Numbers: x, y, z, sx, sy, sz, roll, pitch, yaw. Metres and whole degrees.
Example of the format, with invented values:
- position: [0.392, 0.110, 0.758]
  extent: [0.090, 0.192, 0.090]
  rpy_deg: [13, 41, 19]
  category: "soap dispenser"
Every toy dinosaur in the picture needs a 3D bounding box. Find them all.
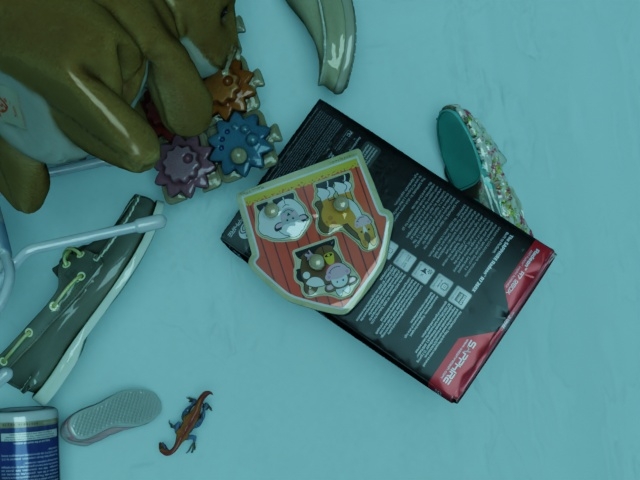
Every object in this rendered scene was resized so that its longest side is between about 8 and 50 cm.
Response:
- position: [-0.181, 0.241, 1.707]
  extent: [0.047, 0.090, 0.082]
  rpy_deg: [26, 53, 11]
  category: "toy dinosaur"

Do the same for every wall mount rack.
- position: [-0.352, 0.009, 1.592]
  extent: [0.304, 0.350, 0.130]
  rpy_deg: [-47, 123, 7]
  category: "wall mount rack"

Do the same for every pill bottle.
- position: [-0.379, 0.300, 1.668]
  extent: [0.094, 0.094, 0.169]
  rpy_deg: [-2, 88, -6]
  category: "pill bottle"

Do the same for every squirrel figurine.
- position: [-0.266, -0.281, 1.526]
  extent: [0.397, 0.281, 0.370]
  rpy_deg: [52, 52, -11]
  category: "squirrel figurine"

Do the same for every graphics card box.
- position: [0.085, 0.014, 1.687]
  extent: [0.371, 0.094, 0.233]
  rpy_deg: [33, 85, 10]
  category: "graphics card box"

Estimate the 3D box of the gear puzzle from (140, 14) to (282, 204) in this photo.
- position: [-0.175, -0.228, 1.702]
  extent: [0.175, 0.044, 0.339]
  rpy_deg: [-20, 77, 7]
  category: "gear puzzle"

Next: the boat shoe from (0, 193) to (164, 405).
- position: [-0.308, 0.063, 1.678]
  extent: [0.091, 0.109, 0.305]
  rpy_deg: [33, 89, -9]
  category: "boat shoe"

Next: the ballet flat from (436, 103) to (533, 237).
- position: [0.224, -0.074, 1.762]
  extent: [0.077, 0.091, 0.241]
  rpy_deg: [-22, 95, -36]
  category: "ballet flat"

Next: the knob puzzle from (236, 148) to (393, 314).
- position: [0.000, 0.000, 1.637]
  extent: [0.213, 0.030, 0.213]
  rpy_deg: [-1, 80, 7]
  category: "knob puzzle"

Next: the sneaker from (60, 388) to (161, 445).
- position: [-0.279, 0.232, 1.709]
  extent: [0.134, 0.070, 0.051]
  rpy_deg: [-15, 79, -35]
  category: "sneaker"

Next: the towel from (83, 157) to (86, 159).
- position: [-0.480, -0.205, 1.708]
  extent: [0.329, 0.037, 0.237]
  rpy_deg: [-7, 88, -6]
  category: "towel"

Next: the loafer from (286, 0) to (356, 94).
- position: [-0.007, -0.321, 1.734]
  extent: [0.092, 0.102, 0.268]
  rpy_deg: [-5, 79, -5]
  category: "loafer"
